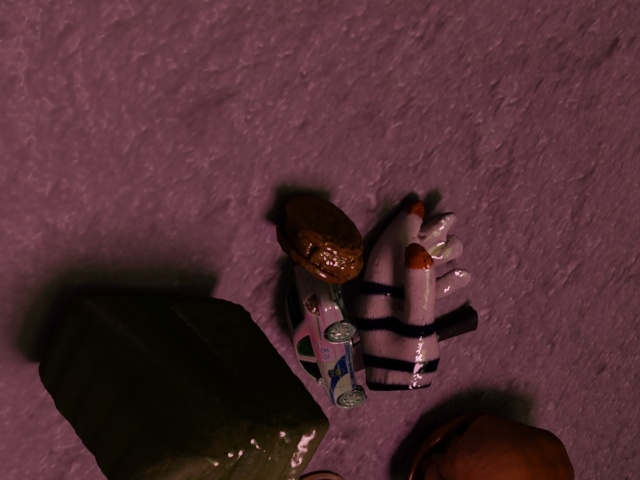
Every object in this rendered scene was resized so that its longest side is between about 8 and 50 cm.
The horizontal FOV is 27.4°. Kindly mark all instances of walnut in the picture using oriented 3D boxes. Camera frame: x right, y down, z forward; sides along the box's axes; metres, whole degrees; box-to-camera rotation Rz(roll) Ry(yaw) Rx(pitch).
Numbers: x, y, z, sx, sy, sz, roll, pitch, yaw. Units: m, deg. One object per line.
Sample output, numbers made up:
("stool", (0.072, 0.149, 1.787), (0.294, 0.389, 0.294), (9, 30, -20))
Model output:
("walnut", (0.261, 0.353, 1.914), (0.336, 0.209, 0.209), (1, 122, -50))

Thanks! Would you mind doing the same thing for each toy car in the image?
("toy car", (0.003, 0.113, 1.524), (0.076, 0.090, 0.224), (-13, 139, -3))

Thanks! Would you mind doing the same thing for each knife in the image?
("knife", (0.112, 0.121, 1.701), (0.230, 0.028, 0.060), (-18, 123, -29))

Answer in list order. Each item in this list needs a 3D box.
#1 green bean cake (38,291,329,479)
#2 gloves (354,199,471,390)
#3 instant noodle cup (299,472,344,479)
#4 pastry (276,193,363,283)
("green bean cake", (-0.132, 0.158, 1.291), (0.222, 0.248, 0.125), (5, 120, -44))
("gloves", (0.098, 0.064, 1.556), (0.140, 0.131, 0.219), (-2, 87, -64))
("instant noodle cup", (0.005, 0.447, 1.763), (0.215, 0.172, 0.216), (-27, 138, -27))
("pastry", (0.000, 0.000, 1.408), (0.109, 0.097, 0.057), (29, 115, -20))
